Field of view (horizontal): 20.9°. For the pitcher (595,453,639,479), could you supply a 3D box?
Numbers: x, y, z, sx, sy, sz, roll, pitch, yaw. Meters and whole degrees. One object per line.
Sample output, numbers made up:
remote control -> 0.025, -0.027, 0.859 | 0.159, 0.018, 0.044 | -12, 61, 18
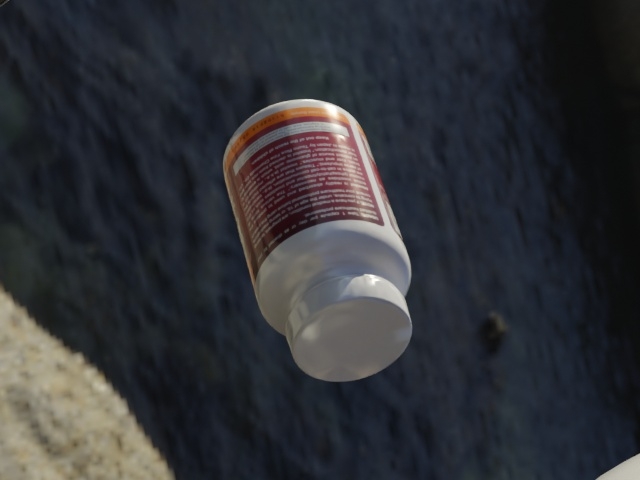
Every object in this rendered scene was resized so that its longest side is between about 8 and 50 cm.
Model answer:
pitcher -> 0.092, 0.110, 0.412 | 0.207, 0.178, 0.125 | -5, 73, -63

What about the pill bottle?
pill bottle -> 0.000, 0.000, 0.950 | 0.086, 0.086, 0.152 | 50, 16, -44

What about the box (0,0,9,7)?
box -> -0.199, -0.199, 0.577 | 0.296, 0.294, 0.182 | 52, 34, -16
